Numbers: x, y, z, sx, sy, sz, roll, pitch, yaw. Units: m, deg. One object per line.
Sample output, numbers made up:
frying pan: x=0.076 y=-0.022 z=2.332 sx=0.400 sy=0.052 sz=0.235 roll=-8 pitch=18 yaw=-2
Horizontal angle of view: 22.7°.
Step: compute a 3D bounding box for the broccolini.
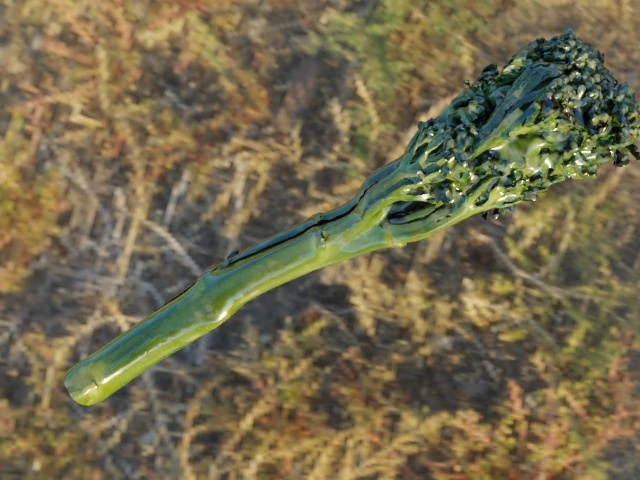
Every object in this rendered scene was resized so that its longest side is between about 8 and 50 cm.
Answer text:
broccolini: x=0.000 y=0.000 z=0.547 sx=0.239 sy=0.054 sz=0.051 roll=-27 pitch=100 yaw=26
